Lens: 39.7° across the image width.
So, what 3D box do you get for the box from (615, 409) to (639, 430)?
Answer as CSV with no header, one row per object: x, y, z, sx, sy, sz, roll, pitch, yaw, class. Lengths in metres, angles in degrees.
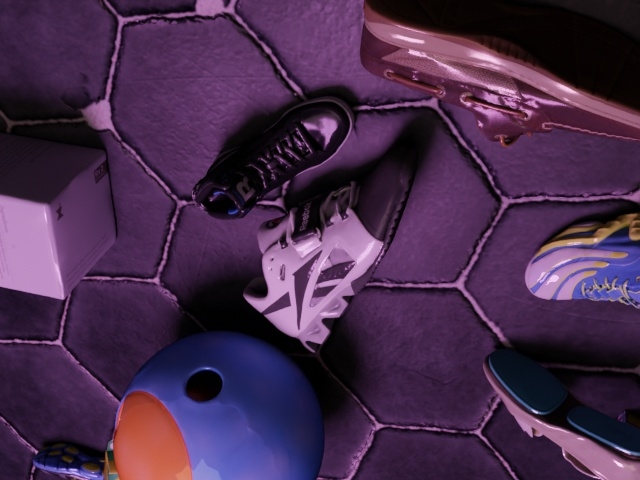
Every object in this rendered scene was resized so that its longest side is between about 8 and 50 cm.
0.476,0.335,1.127,0.233,0.159,0.044,29,126,-1,box

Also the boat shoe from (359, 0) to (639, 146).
0.200,-0.166,0.923,0.341,0.123,0.123,19,140,6,boat shoe

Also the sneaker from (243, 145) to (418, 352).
0.000,0.000,1.088,0.146,0.122,0.331,29,126,-4,sneaker

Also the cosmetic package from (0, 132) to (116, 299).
-0.393,-0.037,1.178,0.183,0.151,0.152,11,125,13,cosmetic package

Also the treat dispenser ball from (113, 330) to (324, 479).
-0.137,0.268,1.210,0.288,0.288,0.288,9,125,13,treat dispenser ball

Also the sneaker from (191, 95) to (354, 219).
-0.059,-0.084,1.052,0.216,0.121,0.079,-26,112,31,sneaker

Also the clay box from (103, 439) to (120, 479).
-0.295,0.412,1.471,0.127,0.053,0.222,-1,130,-20,clay box

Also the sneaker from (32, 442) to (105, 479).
-0.411,0.405,1.531,0.188,0.067,0.078,13,119,6,sneaker

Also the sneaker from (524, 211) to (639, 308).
0.337,0.032,0.992,0.240,0.126,0.091,-24,112,30,sneaker

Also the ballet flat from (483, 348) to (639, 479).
0.299,0.229,1.107,0.248,0.086,0.086,34,137,40,ballet flat
